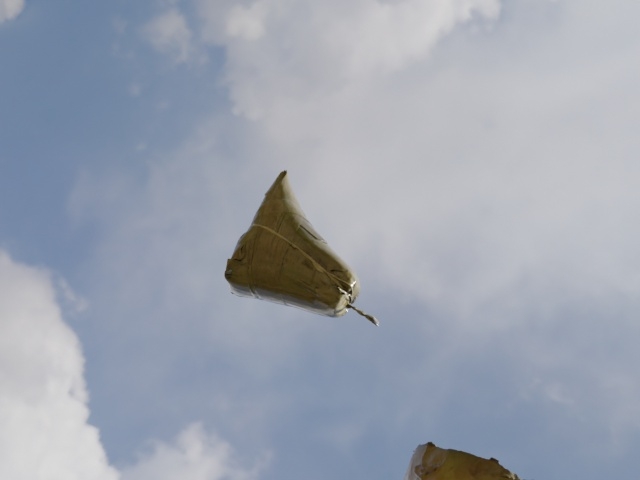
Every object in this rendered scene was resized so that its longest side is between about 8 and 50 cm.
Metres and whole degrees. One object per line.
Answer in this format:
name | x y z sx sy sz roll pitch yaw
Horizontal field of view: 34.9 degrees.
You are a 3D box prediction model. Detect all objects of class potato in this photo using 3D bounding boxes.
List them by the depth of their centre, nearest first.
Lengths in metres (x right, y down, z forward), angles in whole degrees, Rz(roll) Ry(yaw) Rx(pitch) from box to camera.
potato | 0.126 0.234 0.782 0.164 0.200 0.081 28 -110 13

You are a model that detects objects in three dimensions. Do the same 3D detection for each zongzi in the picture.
zongzi | 0.000 0.000 1.184 0.189 0.081 0.178 12 -120 22
